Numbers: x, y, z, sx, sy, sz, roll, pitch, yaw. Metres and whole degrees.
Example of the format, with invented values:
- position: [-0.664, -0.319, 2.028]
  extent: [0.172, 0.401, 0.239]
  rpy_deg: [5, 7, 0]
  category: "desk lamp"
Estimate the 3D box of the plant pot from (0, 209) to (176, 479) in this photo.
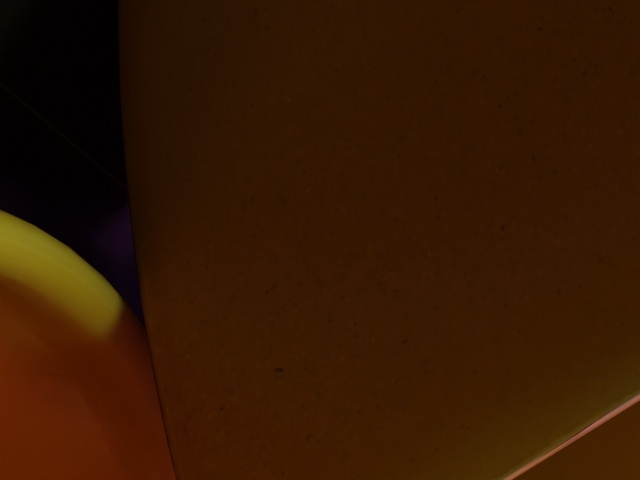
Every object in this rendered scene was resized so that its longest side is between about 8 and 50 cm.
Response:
- position: [-0.183, 0.112, 0.406]
  extent: [0.254, 0.239, 0.254]
  rpy_deg: [-8, 99, -61]
  category: "plant pot"

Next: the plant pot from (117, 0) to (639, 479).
- position: [0.069, -0.022, 0.464]
  extent: [0.212, 0.212, 0.187]
  rpy_deg: [27, 32, -60]
  category: "plant pot"

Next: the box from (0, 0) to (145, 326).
- position: [-0.040, -0.151, 0.592]
  extent: [0.312, 0.179, 0.343]
  rpy_deg: [-52, 144, -5]
  category: "box"
